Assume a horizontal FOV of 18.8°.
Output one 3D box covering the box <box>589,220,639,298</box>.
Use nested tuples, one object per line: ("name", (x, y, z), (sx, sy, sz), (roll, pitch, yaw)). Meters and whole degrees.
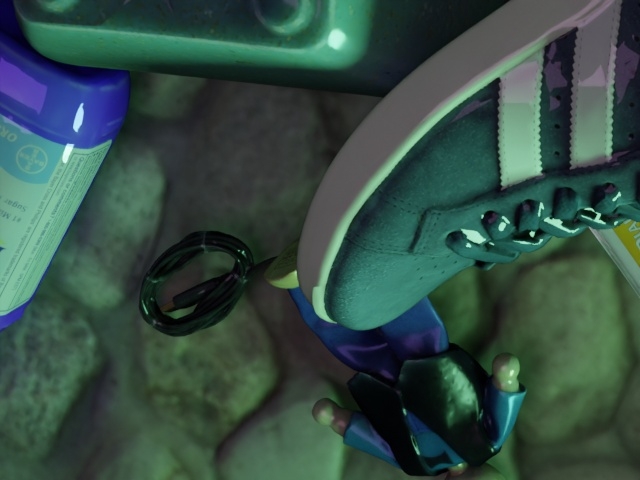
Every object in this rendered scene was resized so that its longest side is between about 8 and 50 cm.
("box", (0.229, -0.056, 0.906), (0.203, 0.114, 0.103), (-36, 87, 24))

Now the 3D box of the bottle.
("bottle", (-0.213, -0.001, 1.097), (0.118, 0.092, 0.282), (34, 113, 7))

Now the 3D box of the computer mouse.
("computer mouse", (0.000, 0.000, 1.055), (0.242, 0.041, 0.071), (-17, 118, 28))

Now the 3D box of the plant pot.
("plant pot", (-0.021, -0.184, 0.889), (0.248, 0.252, 0.247), (8, 106, 18))

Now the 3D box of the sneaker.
("sneaker", (0.142, -0.044, 0.807), (0.350, 0.131, 0.148), (-41, 72, 24))

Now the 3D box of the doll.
("doll", (0.045, 0.077, 1.037), (0.129, 0.046, 0.189), (-22, 111, 32))
